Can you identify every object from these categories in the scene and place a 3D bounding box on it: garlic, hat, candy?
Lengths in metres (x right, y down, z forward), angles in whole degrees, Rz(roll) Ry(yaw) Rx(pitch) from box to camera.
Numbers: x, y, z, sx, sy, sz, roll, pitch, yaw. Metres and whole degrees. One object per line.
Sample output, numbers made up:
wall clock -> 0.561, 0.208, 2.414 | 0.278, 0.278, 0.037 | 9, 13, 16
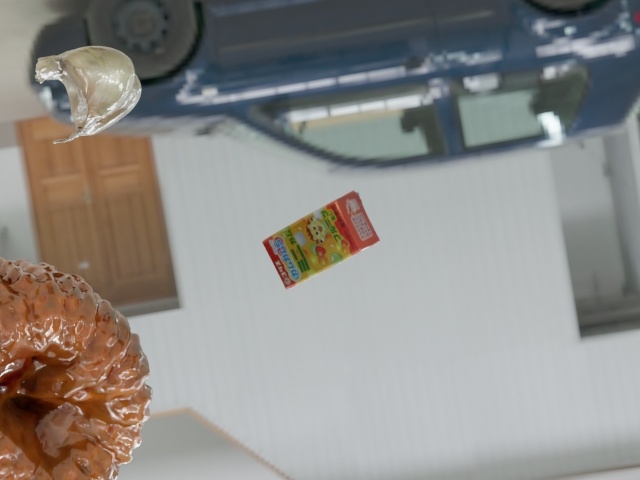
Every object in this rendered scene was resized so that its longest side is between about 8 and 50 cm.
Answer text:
garlic -> -0.277, -0.183, 1.743 | 0.124, 0.099, 0.174 | -14, 174, -14
hat -> -0.363, 0.131, 1.605 | 0.285, 0.285, 0.400 | -10, -159, -26
candy -> 0.000, 0.000, 1.508 | 0.122, 0.062, 0.038 | -28, 178, 40
